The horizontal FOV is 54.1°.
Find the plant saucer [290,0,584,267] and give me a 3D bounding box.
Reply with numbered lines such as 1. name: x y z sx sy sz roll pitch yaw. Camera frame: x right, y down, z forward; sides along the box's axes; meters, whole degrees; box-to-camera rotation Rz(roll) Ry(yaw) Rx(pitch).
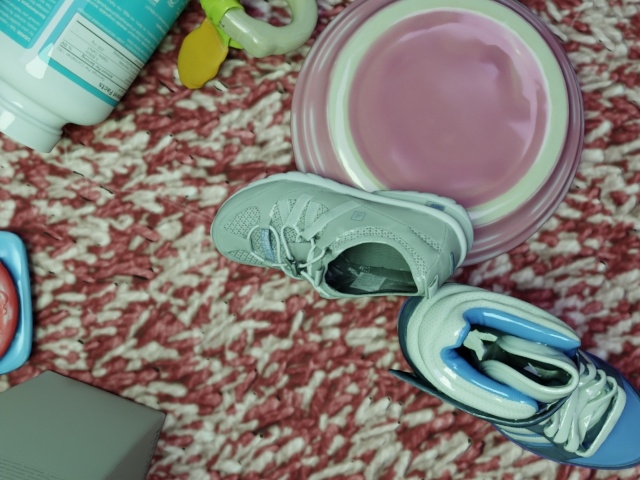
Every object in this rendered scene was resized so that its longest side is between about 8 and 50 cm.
1. plant saucer: 0.131 -0.133 0.685 0.332 0.084 0.332 0 88 0

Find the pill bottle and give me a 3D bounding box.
1. pill bottle: -0.248 -0.223 0.649 0.146 0.146 0.264 36 92 0

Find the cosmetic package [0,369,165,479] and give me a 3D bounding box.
1. cosmetic package: -0.273 0.264 0.521 0.156 0.385 0.217 19 91 1

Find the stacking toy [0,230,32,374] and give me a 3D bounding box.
1. stacking toy: -0.404 0.071 0.564 0.175 0.302 0.165 -3 88 -2

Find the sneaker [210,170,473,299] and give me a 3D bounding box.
1. sneaker: 0.000 0.000 0.620 0.281 0.115 0.105 1 123 27

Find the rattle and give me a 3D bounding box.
1. rattle: -0.057 -0.256 0.716 0.130 0.142 0.199 30 52 7

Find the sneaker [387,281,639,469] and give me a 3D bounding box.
1. sneaker: 0.220 0.149 0.601 0.323 0.236 0.130 31 88 1
